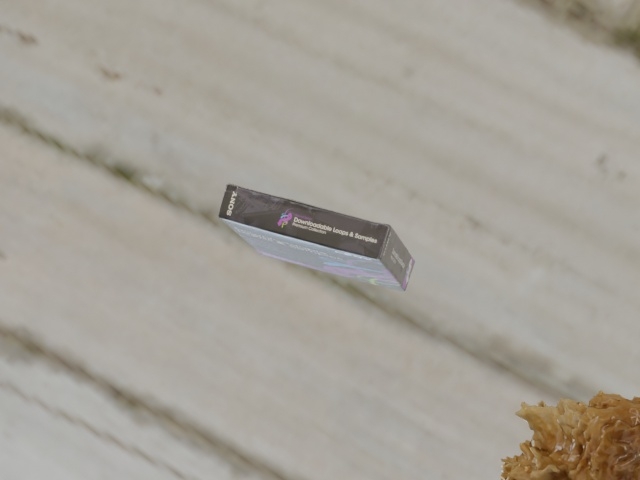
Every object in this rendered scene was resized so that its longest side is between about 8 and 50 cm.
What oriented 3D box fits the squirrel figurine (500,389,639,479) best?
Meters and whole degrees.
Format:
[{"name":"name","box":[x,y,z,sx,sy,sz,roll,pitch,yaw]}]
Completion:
[{"name":"squirrel figurine","box":[0.251,0.281,1.161,0.370,0.281,0.396,-179,-99,-74]}]

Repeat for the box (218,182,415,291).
[{"name":"box","box":[0.000,0.000,1.278,0.116,0.029,0.162,14,-8,11]}]
